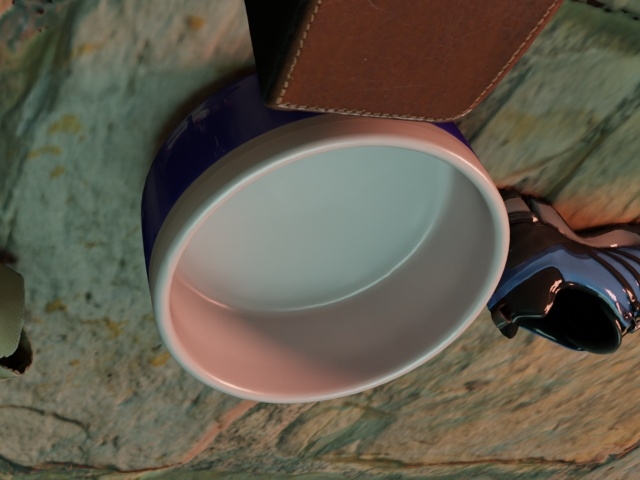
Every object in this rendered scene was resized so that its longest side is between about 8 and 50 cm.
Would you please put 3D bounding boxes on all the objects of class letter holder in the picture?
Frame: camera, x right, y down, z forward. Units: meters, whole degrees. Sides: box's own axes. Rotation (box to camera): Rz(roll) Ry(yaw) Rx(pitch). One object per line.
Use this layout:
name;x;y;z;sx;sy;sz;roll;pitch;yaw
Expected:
letter holder;0.104;-0.209;0.448;0.214;0.152;0.302;4;143;-21

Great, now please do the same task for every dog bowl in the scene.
dog bowl;0.000;0.000;0.705;0.264;0.104;0.265;-10;134;-11

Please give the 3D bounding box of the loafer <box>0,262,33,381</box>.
loafer;-0.289;0.045;0.759;0.092;0.102;0.268;-3;153;-11

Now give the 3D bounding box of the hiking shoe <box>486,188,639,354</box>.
hiking shoe;0.257;0.054;0.860;0.304;0.132;0.113;10;140;-25
